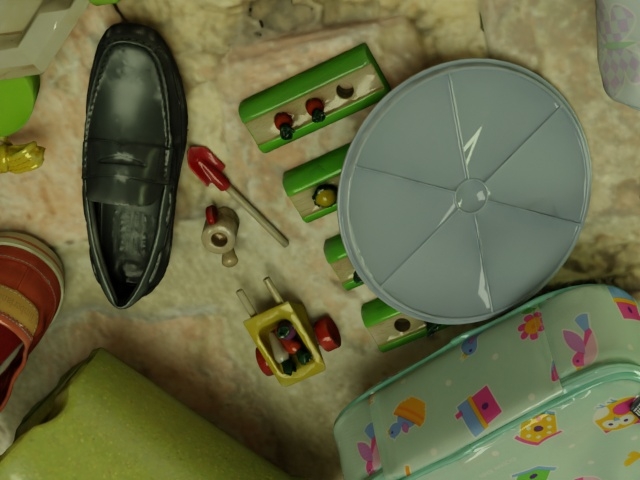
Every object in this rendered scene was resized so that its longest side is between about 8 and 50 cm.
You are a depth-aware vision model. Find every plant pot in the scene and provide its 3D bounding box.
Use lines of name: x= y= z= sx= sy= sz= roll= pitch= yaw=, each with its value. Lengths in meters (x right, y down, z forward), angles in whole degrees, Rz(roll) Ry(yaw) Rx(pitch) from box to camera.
plant pot: x=-0.148 y=0.233 z=1.105 sx=0.254 sy=0.276 sz=0.276 roll=43 pitch=115 yaw=-6

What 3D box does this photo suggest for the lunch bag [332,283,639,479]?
lunch bag: x=0.173 y=0.161 z=1.077 sx=0.279 sy=0.108 sz=0.224 roll=-31 pitch=134 yaw=22

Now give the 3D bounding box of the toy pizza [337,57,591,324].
toy pizza: x=0.106 y=-0.036 z=1.011 sx=0.201 sy=0.032 sz=0.201 roll=-5 pitch=106 yaw=-16

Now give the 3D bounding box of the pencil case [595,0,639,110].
pencil case: x=0.230 y=-0.214 z=0.870 sx=0.113 sy=0.124 sz=0.273 roll=-29 pitch=121 yaw=-29

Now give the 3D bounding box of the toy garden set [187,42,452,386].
toy garden set: x=0.000 y=0.000 z=1.057 sx=0.204 sy=0.049 sz=0.244 roll=-23 pitch=116 yaw=17

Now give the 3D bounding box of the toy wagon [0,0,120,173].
toy wagon: x=-0.272 y=-0.192 z=0.939 sx=0.267 sy=0.068 sz=0.344 roll=-6 pitch=133 yaw=9

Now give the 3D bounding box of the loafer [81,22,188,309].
loafer: x=-0.140 y=-0.051 z=1.021 sx=0.076 sy=0.078 sz=0.223 roll=5 pitch=120 yaw=1

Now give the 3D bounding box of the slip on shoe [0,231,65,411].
slip on shoe: x=-0.323 y=0.133 z=1.131 sx=0.123 sy=0.101 sz=0.331 roll=33 pitch=119 yaw=-16
